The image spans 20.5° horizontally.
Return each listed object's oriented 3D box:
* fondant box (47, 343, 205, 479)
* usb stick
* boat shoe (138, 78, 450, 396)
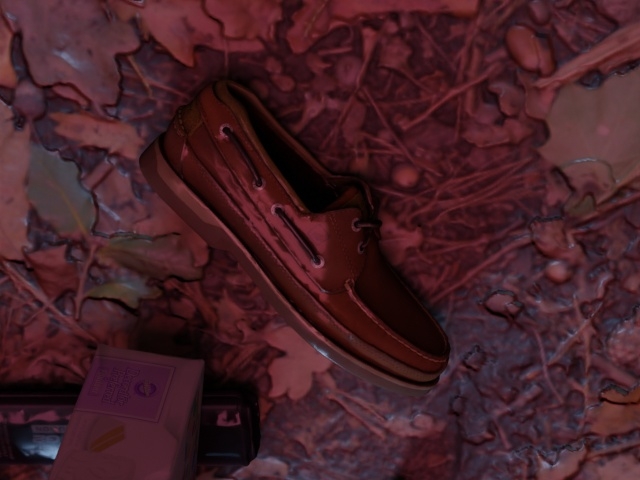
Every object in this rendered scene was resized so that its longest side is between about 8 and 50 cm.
[{"bbox_3d":[-0.170,0.287,1.449,0.096,0.238,0.330,10,126,2],"label":"fondant box"},{"bbox_3d":[-0.189,0.162,1.539,0.278,0.045,0.077,-1,121,7],"label":"usb stick"},{"bbox_3d":[0.000,0.000,1.412,0.307,0.110,0.104,40,112,-11],"label":"boat shoe"}]
